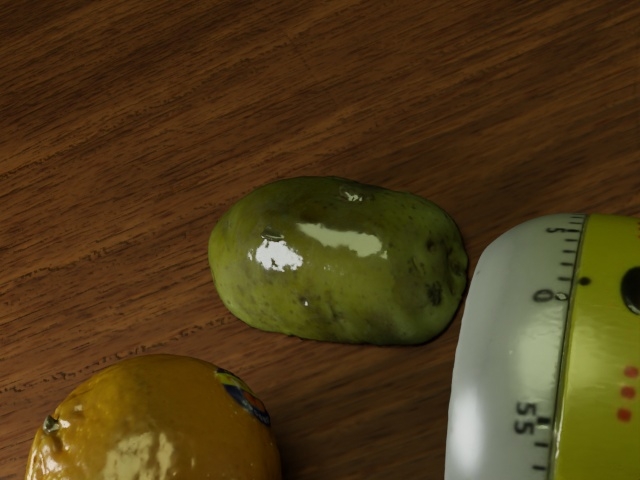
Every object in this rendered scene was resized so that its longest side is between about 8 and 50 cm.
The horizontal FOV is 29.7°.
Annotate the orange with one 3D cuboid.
[{"bbox_3d":[-0.136,0.197,0.980,0.219,0.193,0.219,-19,58,33],"label":"orange"}]

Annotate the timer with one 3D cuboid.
[{"bbox_3d":[0.230,0.117,0.779,0.285,0.285,0.285,-17,46,19],"label":"timer"}]

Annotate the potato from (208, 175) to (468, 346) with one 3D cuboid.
[{"bbox_3d":[0.000,0.000,1.116,0.272,0.111,0.160,5,59,36],"label":"potato"}]
